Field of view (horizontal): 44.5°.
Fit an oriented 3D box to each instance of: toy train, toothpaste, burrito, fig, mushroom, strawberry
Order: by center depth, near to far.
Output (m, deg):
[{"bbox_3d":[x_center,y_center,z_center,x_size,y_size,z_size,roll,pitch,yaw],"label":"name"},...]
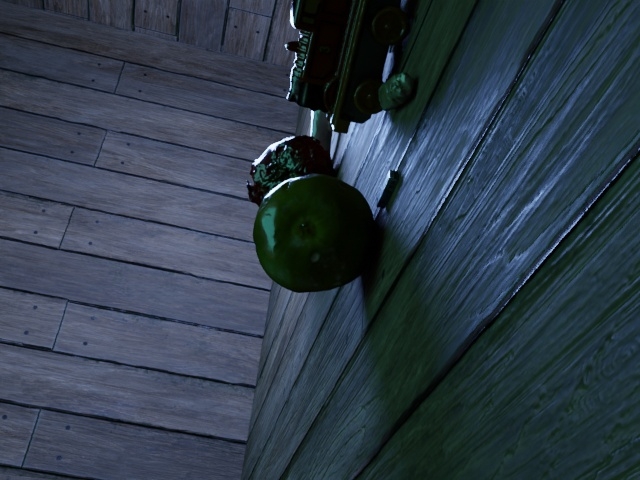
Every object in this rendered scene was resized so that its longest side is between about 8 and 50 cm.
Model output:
[{"bbox_3d":[0.117,-0.089,1.371,0.083,0.017,0.020,110,169,-53],"label":"toothpaste"},{"bbox_3d":[0.134,-0.271,1.422,0.188,0.045,0.058,-163,92,-85],"label":"burrito"},{"bbox_3d":[-0.020,-0.014,1.482,0.314,0.233,0.233,-162,84,-77],"label":"fig"},{"bbox_3d":[0.046,-0.408,1.583,0.163,0.232,0.369,-95,17,-65],"label":"toy train"},{"bbox_3d":[-0.070,-0.163,2.248,0.220,0.274,0.274,11,-89,-60],"label":"strawberry"},{"bbox_3d":[0.008,-0.331,2.341,0.096,0.099,0.278,-106,25,-87],"label":"mushroom"}]

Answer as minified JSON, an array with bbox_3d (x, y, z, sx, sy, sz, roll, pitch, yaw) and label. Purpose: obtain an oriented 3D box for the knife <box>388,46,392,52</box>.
[{"bbox_3d":[0.159,-0.442,1.660,0.014,0.005,0.091,-93,17,-69],"label":"knife"}]
